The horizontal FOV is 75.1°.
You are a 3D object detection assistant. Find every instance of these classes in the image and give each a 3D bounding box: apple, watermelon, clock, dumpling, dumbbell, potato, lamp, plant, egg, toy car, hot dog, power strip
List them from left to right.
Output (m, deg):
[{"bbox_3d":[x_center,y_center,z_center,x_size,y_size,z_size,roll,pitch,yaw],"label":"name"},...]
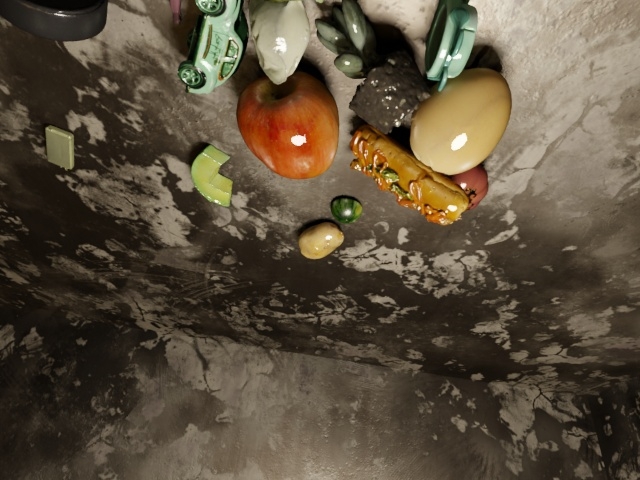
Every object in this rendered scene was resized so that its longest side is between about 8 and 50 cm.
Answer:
[{"bbox_3d":[-0.469,-0.538,0.713,0.204,0.203,0.322,22,142,-18],"label":"dumbbell"},{"bbox_3d":[-0.803,-0.282,1.287,0.076,0.028,0.169,21,141,-18],"label":"power strip"},{"bbox_3d":[-0.209,-0.438,0.864,0.125,0.136,0.306,15,143,-23],"label":"toy car"},{"bbox_3d":[-0.100,-0.437,0.864,0.111,0.155,0.181,9,116,-55],"label":"dumpling"},{"bbox_3d":[-0.072,-0.263,0.993,0.242,0.242,0.241,2,146,9],"label":"apple"},{"bbox_3d":[0.000,0.000,1.449,0.178,0.109,0.118,-28,109,33],"label":"potato"},{"bbox_3d":[0.081,-0.090,1.346,0.106,0.062,0.105,8,149,5],"label":"watermelon"},{"bbox_3d":[0.097,-0.360,0.869,0.274,0.149,0.146,48,143,-12],"label":"plant"},{"bbox_3d":[0.210,-0.154,1.054,0.349,0.117,0.158,39,177,11],"label":"hot dog"},{"bbox_3d":[0.249,-0.381,0.800,0.060,0.188,0.148,10,147,-2],"label":"clock"},{"bbox_3d":[0.370,-0.144,1.149,0.182,0.140,0.182,2,142,2],"label":"lamp"},{"bbox_3d":[0.314,-0.269,0.933,0.201,0.201,0.244,20,142,-16],"label":"egg"}]

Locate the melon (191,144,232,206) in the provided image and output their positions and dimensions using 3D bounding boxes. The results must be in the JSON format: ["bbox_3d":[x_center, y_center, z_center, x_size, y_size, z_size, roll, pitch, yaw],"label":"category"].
[{"bbox_3d":[-0.328,-0.201,1.277,0.118,0.064,0.209,12,142,-4],"label":"melon"}]

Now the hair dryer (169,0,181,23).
[{"bbox_3d":[-0.310,-0.515,0.851,0.106,0.054,0.154,12,149,3],"label":"hair dryer"}]

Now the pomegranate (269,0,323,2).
[{"bbox_3d":[-0.073,-0.536,0.679,0.222,0.276,0.204,-32,172,8],"label":"pomegranate"}]
